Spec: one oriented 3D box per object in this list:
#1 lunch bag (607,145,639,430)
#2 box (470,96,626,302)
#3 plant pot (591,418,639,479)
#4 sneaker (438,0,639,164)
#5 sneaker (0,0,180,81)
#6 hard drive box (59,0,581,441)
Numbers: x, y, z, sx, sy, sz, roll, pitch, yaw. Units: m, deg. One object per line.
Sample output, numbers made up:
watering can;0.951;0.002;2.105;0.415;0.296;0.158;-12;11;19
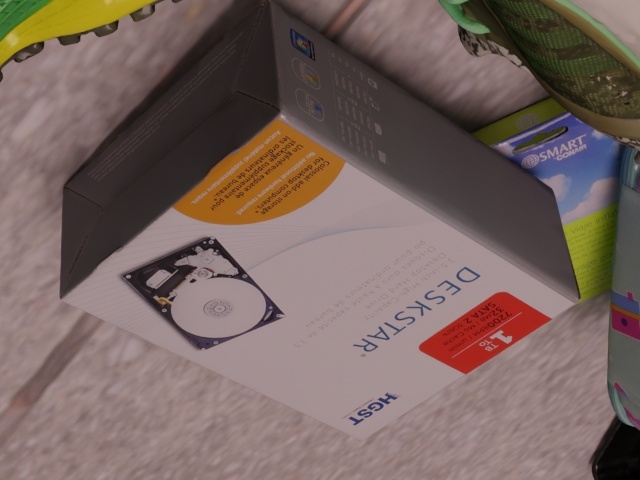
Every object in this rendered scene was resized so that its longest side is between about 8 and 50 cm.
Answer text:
lunch bag;0.297;0.014;0.937;0.224;0.108;0.279;-23;128;-24
box;0.147;-0.025;0.925;0.109;0.042;0.178;-25;137;2
plant pot;0.355;0.176;1.130;0.167;0.187;0.188;-8;137;-29
sneaker;0.095;-0.136;0.698;0.410;0.158;0.182;36;152;-21
sneaker;-0.185;-0.136;0.628;0.343;0.134;0.146;-32;131;-2
hard drive box;0.000;0.000;0.821;0.232;0.089;0.181;28;128;-34
